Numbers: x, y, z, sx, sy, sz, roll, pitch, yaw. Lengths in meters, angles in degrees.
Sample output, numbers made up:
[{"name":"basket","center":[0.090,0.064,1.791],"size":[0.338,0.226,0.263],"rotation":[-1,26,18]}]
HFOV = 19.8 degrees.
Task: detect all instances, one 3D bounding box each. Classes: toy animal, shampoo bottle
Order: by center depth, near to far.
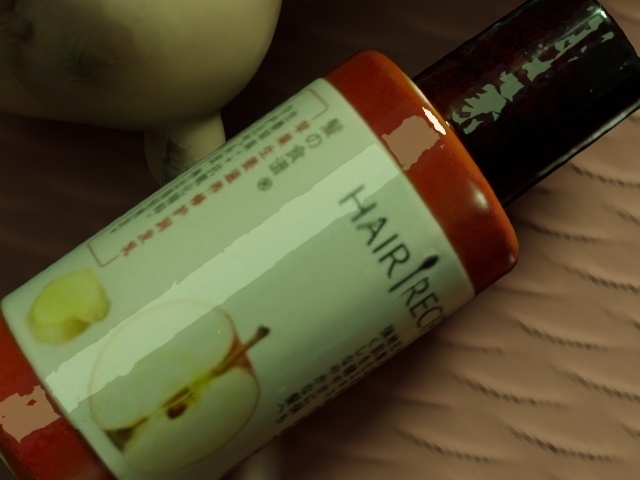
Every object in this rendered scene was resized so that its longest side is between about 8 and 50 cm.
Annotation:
[{"name":"shampoo bottle","center":[0.000,0.000,0.696],"size":[0.278,0.104,0.104],"rotation":[-36,70,-3]},{"name":"toy animal","center":[-0.124,-0.133,0.738],"size":[0.250,0.166,0.154],"rotation":[34,37,12]}]
